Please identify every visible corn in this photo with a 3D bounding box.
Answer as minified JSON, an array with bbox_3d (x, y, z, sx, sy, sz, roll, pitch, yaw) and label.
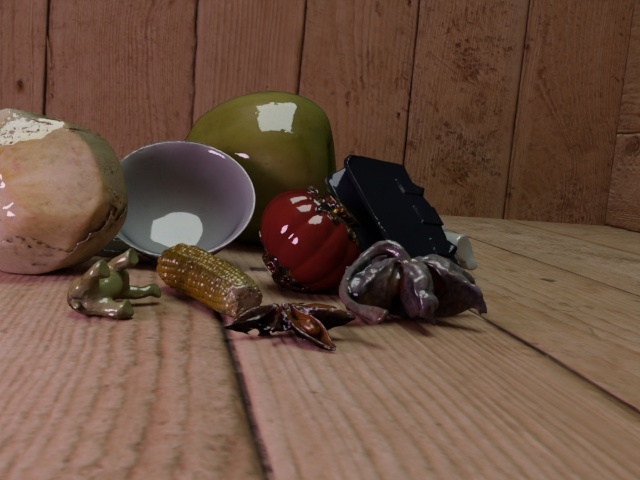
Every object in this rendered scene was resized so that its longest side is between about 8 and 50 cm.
[{"bbox_3d":[-0.203,0.069,1.315,0.097,0.096,0.320,0,11,-34],"label":"corn"}]

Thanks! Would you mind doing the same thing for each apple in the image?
[{"bbox_3d":[-0.164,-0.198,2.085,0.474,0.473,0.473,5,7,-1],"label":"apple"}]

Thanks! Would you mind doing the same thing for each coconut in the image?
[{"bbox_3d":[-0.565,-0.095,1.486,0.353,0.352,0.352,5,7,-1],"label":"coconut"}]

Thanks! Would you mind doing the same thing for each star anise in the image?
[{"bbox_3d":[0.157,0.074,1.314,0.316,0.139,0.359,-5,10,-20],"label":"star anise"},{"bbox_3d":[-0.025,0.124,1.131,0.157,0.053,0.212,9,7,32],"label":"star anise"}]

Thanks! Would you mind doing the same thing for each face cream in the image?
[{"bbox_3d":[0.240,-0.004,1.928,0.370,0.145,0.145,10,9,39],"label":"face cream"}]

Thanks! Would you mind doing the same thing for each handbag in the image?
[{"bbox_3d":[0.173,-0.032,1.645,0.269,0.325,0.118,3,-37,-43],"label":"handbag"}]

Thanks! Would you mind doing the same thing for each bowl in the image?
[{"bbox_3d":[-0.327,-0.057,1.724,0.346,0.345,0.157,4,-36,-5],"label":"bowl"}]

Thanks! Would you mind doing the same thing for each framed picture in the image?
[{"bbox_3d":[-0.586,0.006,1.797,0.290,0.020,0.211,6,7,2],"label":"framed picture"}]

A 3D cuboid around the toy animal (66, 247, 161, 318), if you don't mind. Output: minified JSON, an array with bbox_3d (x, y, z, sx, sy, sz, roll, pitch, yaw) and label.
[{"bbox_3d":[-0.347,0.076,1.221,0.101,0.103,0.218,-18,7,12],"label":"toy animal"}]

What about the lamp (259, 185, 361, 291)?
[{"bbox_3d":[-0.025,0.004,1.493,0.227,0.226,0.227,5,7,-1],"label":"lamp"}]
